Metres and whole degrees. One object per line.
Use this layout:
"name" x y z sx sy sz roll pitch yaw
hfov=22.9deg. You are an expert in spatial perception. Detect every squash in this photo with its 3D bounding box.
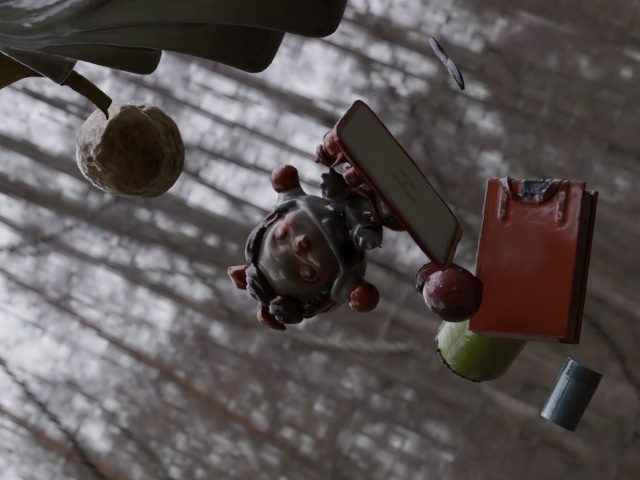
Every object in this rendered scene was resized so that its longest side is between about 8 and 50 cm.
"squash" 0.238 0.102 2.166 0.123 0.123 0.187 -52 -9 -40

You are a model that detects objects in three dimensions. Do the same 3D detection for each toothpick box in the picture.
"toothpick box" 0.326 0.199 2.047 0.083 0.052 0.052 -64 -17 4

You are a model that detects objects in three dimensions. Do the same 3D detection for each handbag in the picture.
"handbag" 0.249 0.021 1.849 0.063 0.127 0.190 24 -108 -59

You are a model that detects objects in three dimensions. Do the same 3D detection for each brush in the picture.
"brush" 0.120 -0.169 1.495 0.008 0.083 0.024 -23 -46 -5

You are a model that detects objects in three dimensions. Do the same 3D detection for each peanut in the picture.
"peanut" -0.243 -0.118 2.039 0.224 0.129 0.129 -21 -47 -85

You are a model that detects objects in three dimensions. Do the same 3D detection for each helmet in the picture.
"helmet" 0.146 0.065 1.791 0.065 0.084 0.049 -47 25 35

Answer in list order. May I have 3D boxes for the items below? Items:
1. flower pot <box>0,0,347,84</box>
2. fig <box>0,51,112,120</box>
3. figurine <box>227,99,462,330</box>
"flower pot" -0.123 -0.216 0.978 0.254 0.367 0.165 51 -131 -52
"fig" -0.295 -0.167 1.353 0.159 0.257 0.159 -62 9 17
"figurine" 0.000 0.000 1.654 0.226 0.183 0.160 -36 8 21
